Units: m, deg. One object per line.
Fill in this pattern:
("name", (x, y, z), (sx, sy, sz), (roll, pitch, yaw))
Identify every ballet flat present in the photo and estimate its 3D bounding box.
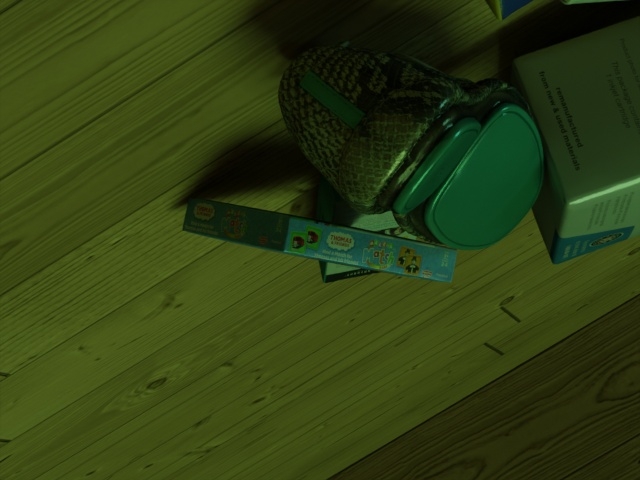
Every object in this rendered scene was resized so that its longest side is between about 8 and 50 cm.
("ballet flat", (0.077, -0.100, 1.570), (0.164, 0.182, 0.483), (-53, 165, 8))

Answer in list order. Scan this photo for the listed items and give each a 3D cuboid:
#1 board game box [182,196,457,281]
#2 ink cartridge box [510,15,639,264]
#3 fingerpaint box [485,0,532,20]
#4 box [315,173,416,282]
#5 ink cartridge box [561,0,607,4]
("board game box", (0.000, 0.000, 1.728), (0.211, 0.039, 0.160), (12, 179, -40))
("ink cartridge box", (0.402, -0.136, 1.847), (0.395, 0.166, 0.285), (-19, 167, 0))
("fingerpaint box", (0.211, -0.341, 1.017), (0.371, 0.163, 0.445), (-30, 166, 1))
("box", (0.050, -0.029, 1.914), (0.101, 0.060, 0.244), (-11, 161, -7))
("ink cartridge box", (0.306, -0.295, 1.453), (0.283, 0.117, 0.207), (-13, 158, -49))
